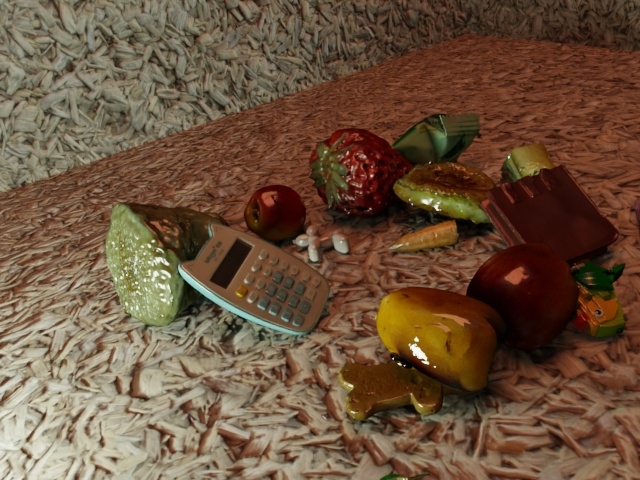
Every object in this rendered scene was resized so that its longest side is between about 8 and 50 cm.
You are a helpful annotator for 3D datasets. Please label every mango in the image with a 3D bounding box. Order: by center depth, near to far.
[{"bbox_3d":[0.239,0.185,1.322,0.287,0.153,0.201,14,24,39],"label":"mango"}]

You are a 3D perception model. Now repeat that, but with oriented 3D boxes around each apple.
[{"bbox_3d":[0.434,0.120,1.387,0.233,0.234,0.234,-10,28,5],"label":"apple"}]

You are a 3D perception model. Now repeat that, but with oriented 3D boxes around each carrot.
[{"bbox_3d":[0.292,-0.003,1.847,0.205,0.072,0.072,-15,27,9],"label":"carrot"}]

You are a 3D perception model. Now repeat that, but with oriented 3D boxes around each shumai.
[{"bbox_3d":[-0.401,0.043,1.828,0.323,0.324,0.397,-15,29,-38],"label":"shumai"}]

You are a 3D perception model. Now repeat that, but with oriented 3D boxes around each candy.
[{"bbox_3d":[0.339,-0.330,2.280,0.397,0.172,0.262,-13,-4,38],"label":"candy"}]

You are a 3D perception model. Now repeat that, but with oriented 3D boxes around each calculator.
[{"bbox_3d":[-0.152,0.104,1.659,0.386,0.054,0.256,25,42,2],"label":"calculator"}]

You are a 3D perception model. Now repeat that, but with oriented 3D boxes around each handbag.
[{"bbox_3d":[0.587,-0.054,1.666,0.260,0.084,0.276,-22,60,-15],"label":"handbag"}]

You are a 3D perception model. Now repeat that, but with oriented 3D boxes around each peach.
[{"bbox_3d":[-0.135,-0.090,2.064,0.197,0.197,0.197,-10,28,5],"label":"peach"}]

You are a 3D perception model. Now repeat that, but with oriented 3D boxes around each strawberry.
[{"bbox_3d":[0.162,-0.224,2.101,0.345,0.296,0.317,-7,-2,-30],"label":"strawberry"}]

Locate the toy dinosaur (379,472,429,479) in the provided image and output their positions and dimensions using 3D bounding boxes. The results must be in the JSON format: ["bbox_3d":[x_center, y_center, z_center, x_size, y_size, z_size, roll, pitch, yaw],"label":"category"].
[{"bbox_3d":[0.136,0.426,1.147,0.119,0.029,0.060,-19,11,-17],"label":"toy dinosaur"}]

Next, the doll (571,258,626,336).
[{"bbox_3d":[0.607,0.127,1.421,0.134,0.106,0.186,5,47,10],"label":"doll"}]

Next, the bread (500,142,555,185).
[{"bbox_3d":[0.614,-0.163,1.877,0.124,0.186,0.257,-9,36,-2],"label":"bread"}]

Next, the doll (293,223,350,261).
[{"bbox_3d":[0.000,0.000,1.957,0.160,0.059,0.160,-16,28,-5],"label":"doll"}]

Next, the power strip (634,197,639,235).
[{"bbox_3d":[0.889,-0.040,1.688,0.109,0.038,0.279,0,30,21],"label":"power strip"}]

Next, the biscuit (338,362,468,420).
[{"bbox_3d":[0.192,0.297,1.335,0.301,0.049,0.197,-12,27,2],"label":"biscuit"}]

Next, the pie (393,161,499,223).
[{"bbox_3d":[0.395,-0.146,1.933,0.354,0.103,0.288,13,27,8],"label":"pie"}]
